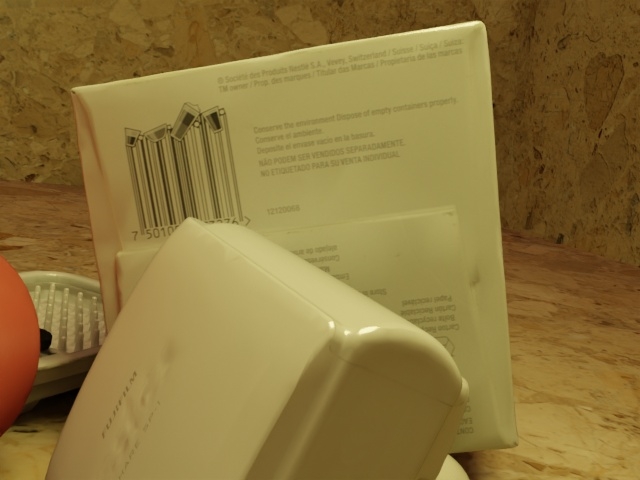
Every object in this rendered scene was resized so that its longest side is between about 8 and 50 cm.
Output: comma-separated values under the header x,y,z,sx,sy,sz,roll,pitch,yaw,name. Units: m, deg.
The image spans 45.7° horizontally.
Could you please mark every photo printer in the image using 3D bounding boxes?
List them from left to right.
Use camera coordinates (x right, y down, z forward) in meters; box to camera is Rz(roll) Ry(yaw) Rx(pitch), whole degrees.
x,y,z,sx,sy,sz,roll,pitch,yaw,name
-0.072,0.121,0.467,0.107,0.256,0.307,27,1,-27,photo printer

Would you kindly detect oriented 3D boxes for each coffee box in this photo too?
x,y,z,sx,sy,sz,roll,pitch,yaw,name
0.000,0.000,0.762,0.338,0.337,0.334,-6,6,9,coffee box

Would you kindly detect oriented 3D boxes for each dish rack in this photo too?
x,y,z,sx,sy,sz,roll,pitch,yaw,name
-0.325,0.108,0.857,0.286,0.072,0.333,12,10,26,dish rack

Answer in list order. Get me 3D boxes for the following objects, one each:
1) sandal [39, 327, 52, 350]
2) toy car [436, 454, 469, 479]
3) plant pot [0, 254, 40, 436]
x,y,z,sx,sy,sz,roll,pitch,yaw,name
-0.338,0.074,0.692,0.179,0.040,0.067,5,9,-25,sandal
0.041,0.202,0.475,0.136,0.159,0.182,-27,8,-1,toy car
-0.334,0.076,0.504,0.275,0.274,0.243,10,-3,8,plant pot
